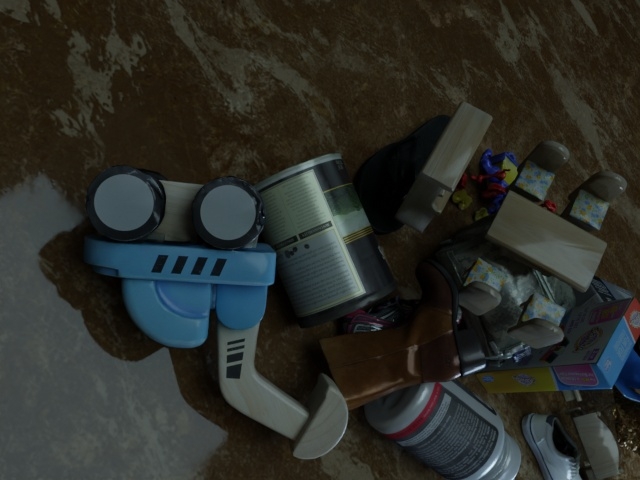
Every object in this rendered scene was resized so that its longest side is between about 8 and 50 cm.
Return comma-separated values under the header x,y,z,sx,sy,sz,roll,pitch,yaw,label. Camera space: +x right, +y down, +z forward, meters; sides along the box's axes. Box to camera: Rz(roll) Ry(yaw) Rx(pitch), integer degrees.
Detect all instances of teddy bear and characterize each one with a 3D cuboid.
x,y,z,sx,sy,sz,roll,pitch,yaw,label
0.867,0.487,1.571,0.338,0.113,0.245,39,44,-47,teddy bear

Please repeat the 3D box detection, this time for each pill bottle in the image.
x,y,z,sx,sy,sz,roll,pitch,yaw,label
0.256,0.377,1.188,0.318,0.176,0.176,39,57,-19,pill bottle

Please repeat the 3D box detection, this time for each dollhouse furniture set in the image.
x,y,z,sx,sy,sz,roll,pitch,yaw,label
0.375,-0.054,1.141,0.394,0.256,0.362,30,73,6,dollhouse furniture set
0.715,0.491,1.412,0.303,0.174,0.355,32,40,-71,dollhouse furniture set

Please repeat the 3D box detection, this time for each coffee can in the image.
x,y,z,sx,sy,sz,roll,pitch,yaw,label
0.000,0.000,1.106,0.202,0.201,0.275,-23,90,-37,coffee can

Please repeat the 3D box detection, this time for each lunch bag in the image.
x,y,z,sx,sy,sz,roll,pitch,yaw,label
0.413,0.103,1.361,0.256,0.213,0.305,-25,92,-35,lunch bag

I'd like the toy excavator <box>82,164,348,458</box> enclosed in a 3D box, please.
x,y,z,sx,sy,sz,roll,pitch,yaw,label
-0.159,0.118,0.948,0.433,0.222,0.445,5,95,-11,toy excavator

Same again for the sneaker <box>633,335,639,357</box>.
x,y,z,sx,sy,sz,roll,pitch,yaw,label
0.832,0.375,1.378,0.257,0.169,0.447,32,53,-15,sneaker

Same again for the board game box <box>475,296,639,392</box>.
x,y,z,sx,sy,sz,roll,pitch,yaw,label
0.545,0.245,1.342,0.242,0.316,0.064,-38,99,-36,board game box

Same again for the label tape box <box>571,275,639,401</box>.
x,y,z,sx,sy,sz,roll,pitch,yaw,label
0.813,0.262,1.559,0.249,0.115,0.347,20,33,-29,label tape box

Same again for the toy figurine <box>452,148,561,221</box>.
x,y,z,sx,sy,sz,roll,pitch,yaw,label
0.524,-0.140,1.534,0.363,0.191,0.217,33,55,-24,toy figurine

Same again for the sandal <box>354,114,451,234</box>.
x,y,z,sx,sy,sz,roll,pitch,yaw,label
0.229,-0.182,1.380,0.167,0.107,0.446,52,54,-11,sandal

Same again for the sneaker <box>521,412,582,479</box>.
x,y,z,sx,sy,sz,roll,pitch,yaw,label
0.588,0.536,1.424,0.094,0.091,0.258,-40,100,-36,sneaker

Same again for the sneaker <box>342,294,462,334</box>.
x,y,z,sx,sy,sz,roll,pitch,yaw,label
0.180,0.165,1.234,0.299,0.121,0.112,-12,80,-36,sneaker

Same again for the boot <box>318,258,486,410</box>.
x,y,z,sx,sy,sz,roll,pitch,yaw,label
0.135,0.173,1.121,0.281,0.096,0.264,-15,58,-2,boot
